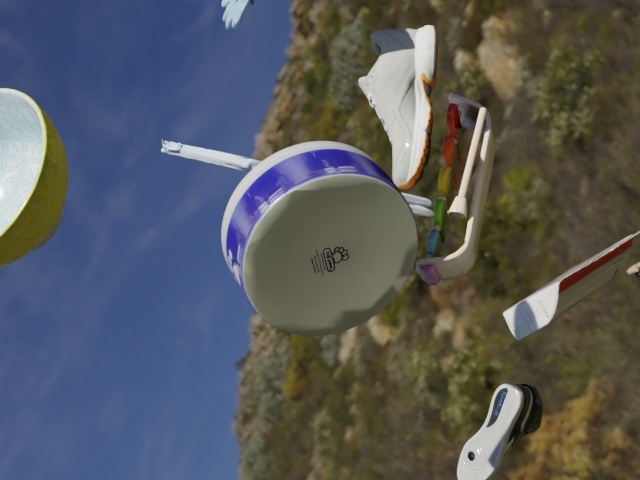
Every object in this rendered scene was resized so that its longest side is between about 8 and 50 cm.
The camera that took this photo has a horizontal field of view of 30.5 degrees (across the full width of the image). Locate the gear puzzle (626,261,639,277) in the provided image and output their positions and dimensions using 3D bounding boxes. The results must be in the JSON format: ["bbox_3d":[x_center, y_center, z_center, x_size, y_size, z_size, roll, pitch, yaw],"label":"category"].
[{"bbox_3d":[0.668,-0.014,1.912,0.175,0.044,0.339,-32,1,-35],"label":"gear puzzle"}]

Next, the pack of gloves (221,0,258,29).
[{"bbox_3d":[-0.095,-0.442,1.775,0.046,0.195,0.232,11,-45,-29],"label":"pack of gloves"}]

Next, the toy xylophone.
[{"bbox_3d":[0.225,-0.095,1.917,0.236,0.081,0.322,68,-147,-63],"label":"toy xylophone"}]

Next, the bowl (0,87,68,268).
[{"bbox_3d":[-0.475,-0.064,1.753,0.289,0.289,0.156,-55,-38,-7],"label":"bowl"}]

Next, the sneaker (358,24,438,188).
[{"bbox_3d":[0.117,-0.209,1.839,0.099,0.121,0.262,60,-145,-76],"label":"sneaker"}]

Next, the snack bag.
[{"bbox_3d":[-0.042,-0.096,1.850,0.342,0.323,0.037,11,-87,-32],"label":"snack bag"}]

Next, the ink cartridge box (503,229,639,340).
[{"bbox_3d":[0.394,0.056,1.716,0.181,0.056,0.225,-28,-5,-33],"label":"ink cartridge box"}]

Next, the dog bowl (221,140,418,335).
[{"bbox_3d":[0.000,0.000,1.658,0.265,0.104,0.265,-10,-58,-16],"label":"dog bowl"}]

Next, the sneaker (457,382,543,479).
[{"bbox_3d":[0.343,0.364,2.156,0.121,0.079,0.217,11,-70,-46],"label":"sneaker"}]
